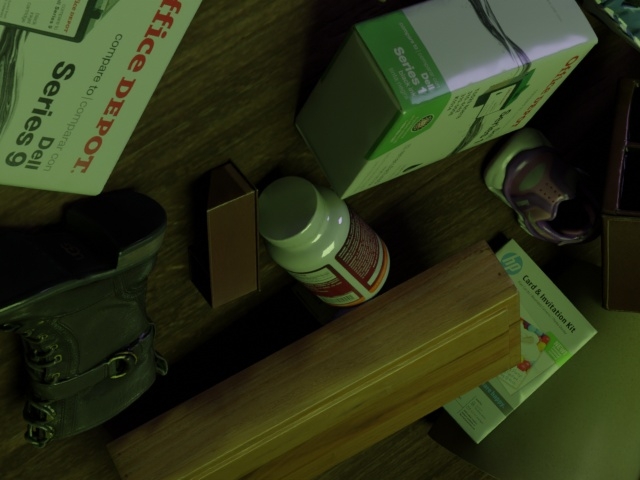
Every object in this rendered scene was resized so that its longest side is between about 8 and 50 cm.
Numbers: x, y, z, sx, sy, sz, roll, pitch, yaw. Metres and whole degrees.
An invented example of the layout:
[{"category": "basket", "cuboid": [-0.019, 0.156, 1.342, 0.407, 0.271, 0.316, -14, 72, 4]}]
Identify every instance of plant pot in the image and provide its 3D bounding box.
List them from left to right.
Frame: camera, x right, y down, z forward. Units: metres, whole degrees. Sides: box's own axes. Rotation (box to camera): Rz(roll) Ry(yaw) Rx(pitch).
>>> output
[{"category": "plant pot", "cuboid": [0.306, 0.172, 1.679, 0.256, 0.256, 0.274, 29, 89, -54]}]

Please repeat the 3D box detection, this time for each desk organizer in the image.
[{"category": "desk organizer", "cuboid": [-0.087, -0.003, 1.242, 0.050, 0.047, 0.130, -24, 141, -23]}]

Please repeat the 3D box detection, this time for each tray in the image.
[{"category": "tray", "cuboid": [0.008, 0.163, 1.397, 0.411, 0.076, 0.203, -28, 154, -4]}]

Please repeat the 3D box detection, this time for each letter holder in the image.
[{"category": "letter holder", "cuboid": [0.411, -0.030, 1.463, 0.302, 0.214, 0.152, 60, 39, -66]}]

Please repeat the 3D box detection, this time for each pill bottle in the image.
[{"category": "pill bottle", "cuboid": [0.000, 0.000, 1.298, 0.086, 0.086, 0.152, -44, 146, 1]}]

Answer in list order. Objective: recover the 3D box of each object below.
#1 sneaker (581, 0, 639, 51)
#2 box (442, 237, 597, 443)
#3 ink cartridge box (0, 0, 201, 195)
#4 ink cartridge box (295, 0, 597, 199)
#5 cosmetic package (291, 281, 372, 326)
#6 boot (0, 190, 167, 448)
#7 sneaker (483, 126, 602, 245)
[{"category": "sneaker", "cuboid": [0.312, -0.281, 1.281, 0.182, 0.127, 0.315, -48, 144, 10]}, {"category": "box", "cuboid": [0.194, 0.113, 1.567, 0.186, 0.145, 0.038, -42, 180, -3]}, {"category": "ink cartridge box", "cuboid": [-0.229, -0.155, 0.870, 0.289, 0.121, 0.211, 6, 123, -49]}, {"category": "ink cartridge box", "cuboid": [0.109, -0.140, 1.213, 0.219, 0.092, 0.160, -22, 164, -27]}, {"category": "cosmetic package", "cuboid": [0.025, 0.070, 1.421, 0.041, 0.060, 0.115, -46, 144, 6]}, {"category": "boot", "cuboid": [-0.228, 0.091, 1.159, 0.263, 0.091, 0.229, -20, 139, -33]}, {"category": "sneaker", "cuboid": [0.267, -0.034, 1.517, 0.095, 0.104, 0.236, -50, 146, 7]}]
